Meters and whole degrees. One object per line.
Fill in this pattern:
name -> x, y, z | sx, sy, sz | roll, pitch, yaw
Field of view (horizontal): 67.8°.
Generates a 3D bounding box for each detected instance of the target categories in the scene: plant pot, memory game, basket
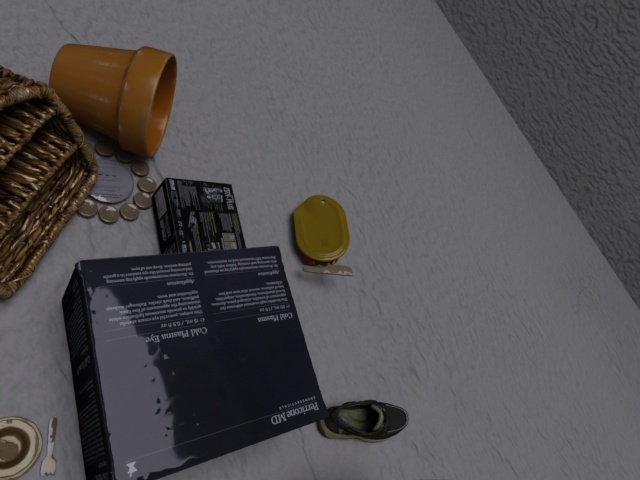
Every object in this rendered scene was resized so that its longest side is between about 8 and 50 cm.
plant pot -> -0.398, -0.286, 0.919 | 0.188, 0.205, 0.205 | 15, 55, -11
memory game -> -0.412, -0.115, 0.921 | 0.186, 0.012, 0.186 | 18, 55, -28
basket -> -0.488, -0.106, 0.712 | 0.223, 0.213, 0.299 | 29, 52, -14

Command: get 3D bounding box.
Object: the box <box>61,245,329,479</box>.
box -> -0.208, 0.193, 0.781 | 0.343, 0.179, 0.313 | -3, 66, -37

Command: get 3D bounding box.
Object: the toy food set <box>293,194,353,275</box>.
toy food set -> 0.000, 0.000, 1.130 | 0.128, 0.071, 0.218 | -1, 61, -10

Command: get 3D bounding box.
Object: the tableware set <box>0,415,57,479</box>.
tableware set -> -0.424, 0.335, 0.634 | 0.128, 0.039, 0.194 | 7, 61, -34

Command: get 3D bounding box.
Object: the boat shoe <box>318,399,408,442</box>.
boat shoe -> 0.103, 0.370, 0.980 | 0.223, 0.073, 0.080 | 13, 58, -30

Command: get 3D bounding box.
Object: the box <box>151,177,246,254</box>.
box -> -0.239, -0.024, 0.945 | 0.147, 0.077, 0.180 | 0, 66, -41
